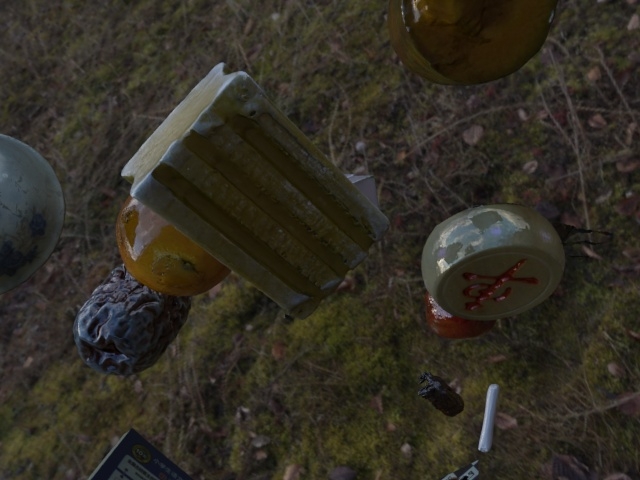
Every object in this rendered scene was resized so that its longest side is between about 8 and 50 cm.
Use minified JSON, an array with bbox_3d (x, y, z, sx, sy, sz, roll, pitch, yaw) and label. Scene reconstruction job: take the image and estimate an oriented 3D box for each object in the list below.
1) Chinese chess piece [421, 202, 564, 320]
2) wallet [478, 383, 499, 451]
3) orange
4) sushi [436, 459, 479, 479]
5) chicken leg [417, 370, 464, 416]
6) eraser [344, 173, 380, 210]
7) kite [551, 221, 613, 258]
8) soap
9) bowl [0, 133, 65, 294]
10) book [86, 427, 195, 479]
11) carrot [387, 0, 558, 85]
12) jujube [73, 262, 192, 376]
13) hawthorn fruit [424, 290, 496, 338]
[{"bbox_3d":[0.307,0.045,1.115,0.250,0.251,0.097,-22,47,21],"label":"Chinese chess piece"},{"bbox_3d":[0.471,0.496,1.737,0.033,0.095,0.190,8,86,22],"label":"wallet"},{"bbox_3d":[-0.265,-0.016,1.189,0.246,0.246,0.246,-19,48,23],"label":"orange"},{"bbox_3d":[0.339,0.776,1.742,0.294,0.059,0.292,-36,4,23],"label":"sushi"},{"bbox_3d":[0.305,0.389,1.556,0.063,0.234,0.105,-35,48,13],"label":"chicken leg"},{"bbox_3d":[0.020,-0.074,1.368,0.086,0.130,0.287,-21,15,-28],"label":"eraser"},{"bbox_3d":[0.537,0.009,1.377,0.152,0.285,0.015,-52,48,40],"label":"kite"},{"bbox_3d":[-0.064,-0.044,0.710,0.173,0.274,0.089,-47,36,2],"label":"soap"},{"bbox_3d":[-0.609,-0.061,1.054,0.313,0.313,0.146,-58,4,-15],"label":"bowl"},{"bbox_3d":[-0.310,0.533,1.082,0.039,0.300,0.428,-47,3,13],"label":"book"},{"bbox_3d":[0.228,-0.363,0.962,0.241,0.241,0.341,-37,10,6],"label":"carrot"},{"bbox_3d":[-0.425,0.170,1.432,0.226,0.226,0.317,-26,20,17],"label":"jujube"},{"bbox_3d":[0.494,0.222,2.054,0.300,0.254,0.254,21,71,45],"label":"hawthorn fruit"}]
